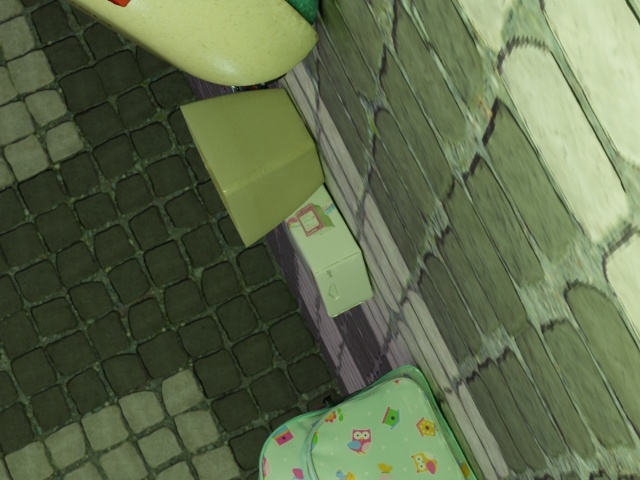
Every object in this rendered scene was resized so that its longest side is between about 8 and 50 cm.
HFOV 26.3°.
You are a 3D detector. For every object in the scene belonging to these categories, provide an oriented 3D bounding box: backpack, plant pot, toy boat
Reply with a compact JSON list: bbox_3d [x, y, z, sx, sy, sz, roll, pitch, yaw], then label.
[{"bbox_3d":[0.037,0.217,1.244,0.144,0.188,0.166,85,159,-77],"label":"backpack"},{"bbox_3d":[-0.057,-0.079,1.275,0.109,0.096,0.109,61,175,29],"label":"plant pot"},{"bbox_3d":[-0.095,-0.197,0.773,0.267,0.148,0.318,31,180,-14],"label":"toy boat"}]

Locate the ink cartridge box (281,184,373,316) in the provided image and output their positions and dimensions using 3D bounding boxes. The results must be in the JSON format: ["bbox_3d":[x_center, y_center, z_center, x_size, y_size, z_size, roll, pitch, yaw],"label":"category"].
[{"bbox_3d":[0.000,0.000,1.333,0.088,0.052,0.122,71,173,-57],"label":"ink cartridge box"}]

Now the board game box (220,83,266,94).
[{"bbox_3d":[-0.113,-0.229,1.469,0.201,0.035,0.136,65,175,-8],"label":"board game box"}]

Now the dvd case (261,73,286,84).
[{"bbox_3d":[-0.080,-0.242,1.093,0.179,0.029,0.239,63,176,12],"label":"dvd case"}]
